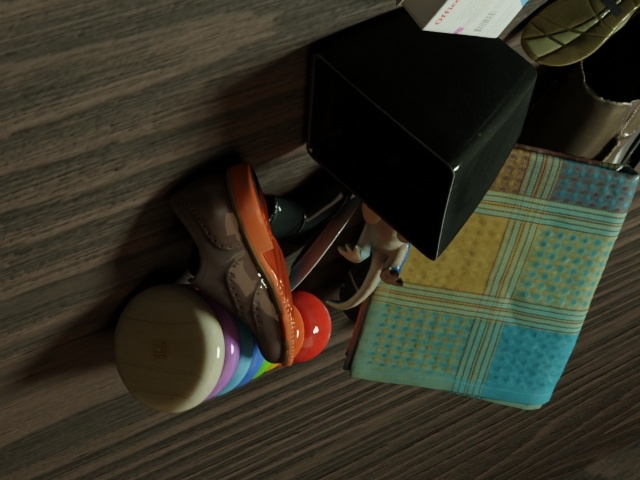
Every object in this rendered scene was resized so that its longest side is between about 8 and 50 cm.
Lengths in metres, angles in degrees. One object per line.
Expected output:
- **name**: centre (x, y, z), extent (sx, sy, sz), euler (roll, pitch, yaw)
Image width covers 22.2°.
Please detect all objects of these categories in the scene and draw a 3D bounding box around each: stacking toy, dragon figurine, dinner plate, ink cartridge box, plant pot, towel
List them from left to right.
- **stacking toy**: centre (-0.088, 0.110, 1.892), extent (0.141, 0.141, 0.330), euler (-47, 160, 25)
- **dinner plate**: centre (0.000, 0.000, 1.868), extent (0.141, 0.017, 0.141), euler (-51, -176, 5)
- **dragon figurine**: centre (0.091, -0.031, 1.839), extent (0.144, 0.085, 0.289), euler (-55, 168, -40)
- **plant pot**: centre (0.111, -0.129, 1.645), extent (0.167, 0.187, 0.188), euler (-42, 161, -21)
- **ink cartridge box**: centre (0.127, -0.254, 1.518), extent (0.143, 0.090, 0.092), euler (-2, 140, -52)
- **towel**: centre (0.200, 0.040, 1.964), extent (0.271, 0.040, 0.370), euler (12, 124, -6)

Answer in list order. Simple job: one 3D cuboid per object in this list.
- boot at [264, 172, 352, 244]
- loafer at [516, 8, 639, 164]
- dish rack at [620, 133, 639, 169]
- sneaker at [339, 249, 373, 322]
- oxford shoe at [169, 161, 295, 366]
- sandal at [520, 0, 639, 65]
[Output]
- **boot**: centre (-0.029, -0.037, 1.788), extent (0.121, 0.045, 0.099), euler (-46, 152, 24)
- **loafer**: centre (0.316, -0.160, 1.944), extent (0.366, 0.134, 0.130), euler (-50, 152, 7)
- **dish rack**: centre (0.505, -0.203, 2.176), extent (0.271, 0.074, 0.208), euler (-18, 152, -37)
- **sneaker**: centre (0.156, 0.026, 2.096), extent (0.283, 0.110, 0.122), euler (-31, 170, 1)
- **oxford shoe**: centre (-0.088, 0.034, 1.725), extent (0.098, 0.097, 0.271), euler (-14, 129, 2)
- **sandal**: centre (0.303, -0.254, 1.815), extent (0.180, 0.072, 0.049), euler (-38, 179, -5)
